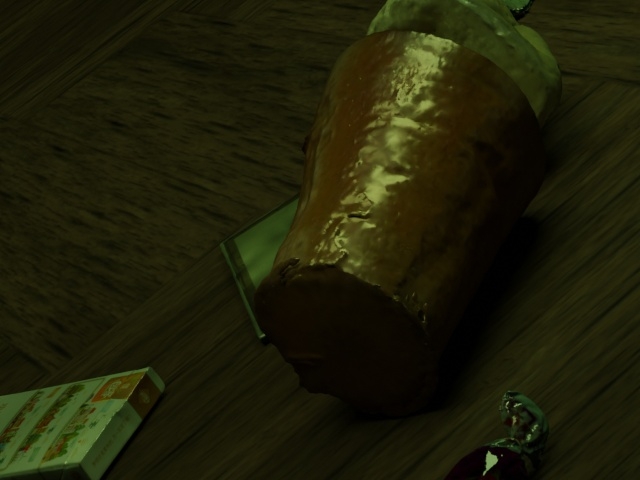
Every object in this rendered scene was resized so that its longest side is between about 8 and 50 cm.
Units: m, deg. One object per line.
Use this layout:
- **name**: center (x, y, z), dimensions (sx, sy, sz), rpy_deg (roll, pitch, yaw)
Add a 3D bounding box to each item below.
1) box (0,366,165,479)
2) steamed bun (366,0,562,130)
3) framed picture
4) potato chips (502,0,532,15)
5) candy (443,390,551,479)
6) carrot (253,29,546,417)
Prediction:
- **box**: center (-0.241, 0.168, 1.630), dimensions (0.220, 0.032, 0.122), rpy_deg (-14, 29, 39)
- **steamed bun**: center (0.128, -0.138, 1.625), dimensions (0.141, 0.172, 0.155), rpy_deg (-55, -11, 21)
- **framed picture**: center (0.000, 0.000, 1.681), dimensions (0.173, 0.010, 0.231), rpy_deg (-32, 23, 3)
- **potato chips**: center (0.184, -0.293, 1.974), dimensions (0.167, 0.059, 0.228), rpy_deg (0, 34, 42)
- **candy**: center (0.092, 0.164, 1.191), dimensions (0.043, 0.045, 0.175), rpy_deg (-26, 19, 49)
- **carrot**: center (0.045, -0.008, 1.434), dimensions (0.196, 0.196, 0.254), rpy_deg (-13, 34, 39)
